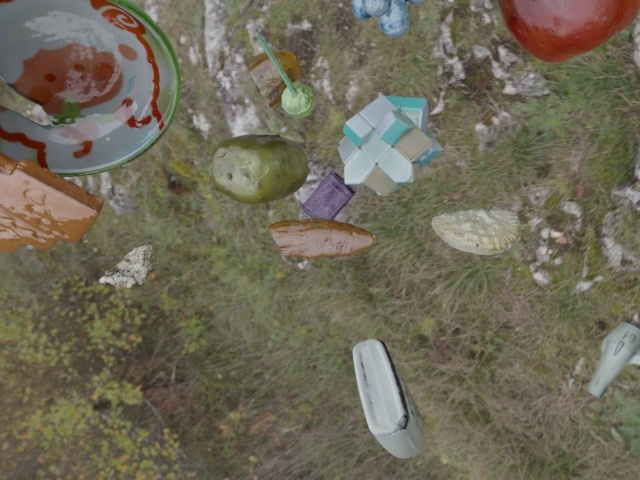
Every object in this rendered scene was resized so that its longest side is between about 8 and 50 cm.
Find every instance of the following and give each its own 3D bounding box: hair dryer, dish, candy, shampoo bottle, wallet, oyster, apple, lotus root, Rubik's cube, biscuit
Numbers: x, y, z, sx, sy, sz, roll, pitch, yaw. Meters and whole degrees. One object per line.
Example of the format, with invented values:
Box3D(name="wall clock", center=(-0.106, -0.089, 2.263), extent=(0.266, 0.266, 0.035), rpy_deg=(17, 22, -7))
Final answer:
Box3D(name="hair dryer", center=(0.806, 0.350, 1.504), extent=(0.219, 0.088, 0.225), rpy_deg=(-43, 58, 12))
Box3D(name="dish", center=(-0.377, -0.252, 0.845), extent=(0.324, 0.324, 0.124), rpy_deg=(-51, 46, 32))
Box3D(name="candy", center=(-0.092, -0.409, 1.425), extent=(0.092, 0.335, 0.093), rpy_deg=(30, 82, 25))
Box3D(name="shampoo bottle", center=(0.127, 0.288, 0.958), extent=(0.071, 0.284, 0.153), rpy_deg=(-20, 53, 6))
Box3D(name="wallet", center=(0.027, -0.133, 1.867), extent=(0.111, 0.030, 0.166), rpy_deg=(41, 83, -11))
Box3D(name="oyster", center=(-0.276, 0.041, 0.845), extent=(0.083, 0.080, 0.038), rpy_deg=(-52, 57, 46))
Box3D(name="apple", center=(0.418, -0.417, 0.975), extent=(0.218, 0.218, 0.201), rpy_deg=(-24, 108, 36))
Box3D(name="lotus root", center=(-0.148, -0.578, 2.054), extent=(0.180, 0.199, 0.188), rpy_deg=(-28, 42, 2))
Box3D(name="Rubik's cube", center=(0.174, -0.233, 1.416), extent=(0.265, 0.213, 0.224), rpy_deg=(-41, 80, 25))
Box3D(name="biscuit", center=(-0.456, -0.057, 0.831), extent=(0.306, 0.043, 0.284), rpy_deg=(6, 145, 14))
Box3D(name="biscuit", center=(0.498, -0.028, 1.762), extent=(0.179, 0.281, 0.084), rpy_deg=(-109, 19, -46))

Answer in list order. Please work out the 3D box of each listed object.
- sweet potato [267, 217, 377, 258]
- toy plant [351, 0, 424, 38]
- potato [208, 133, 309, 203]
Box3D(name="sweet potato", center=(0.000, 0.000, 1.289), extent=(0.251, 0.097, 0.097), rpy_deg=(4, 104, 11))
Box3D(name="toy plant", center=(0.182, -0.747, 1.648), extent=(0.247, 0.247, 0.332), rpy_deg=(-5, 112, 36))
Box3D(name="potato", center=(-0.151, -0.184, 1.471), extent=(0.210, 0.307, 0.173), rpy_deg=(7, 102, 33))
